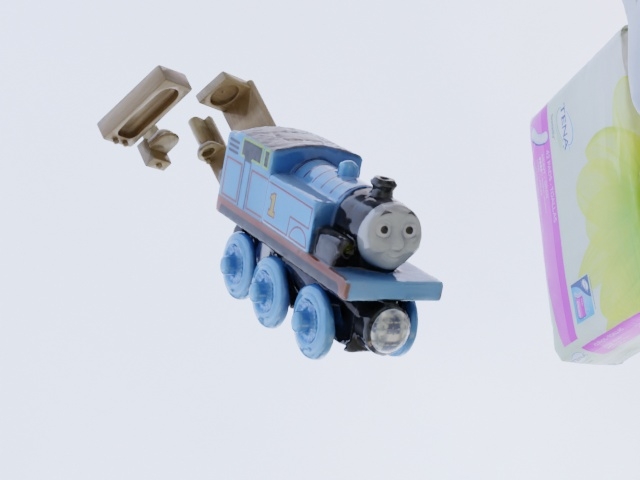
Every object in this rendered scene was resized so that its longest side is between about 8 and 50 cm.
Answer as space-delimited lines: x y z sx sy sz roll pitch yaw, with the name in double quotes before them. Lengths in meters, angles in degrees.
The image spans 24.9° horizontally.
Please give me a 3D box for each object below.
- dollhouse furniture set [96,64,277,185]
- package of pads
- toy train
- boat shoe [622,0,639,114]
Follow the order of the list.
"dollhouse furniture set" -0.153 -0.122 1.755 0.151 0.144 0.123 15 -139 -53
"package of pads" 0.312 -0.045 1.481 0.101 0.229 0.296 3 -112 -18
"toy train" 0.000 0.000 0.837 0.080 0.184 0.105 0 -72 -29
"boat shoe" 0.240 -0.144 0.932 0.228 0.076 0.080 -81 1 -57
